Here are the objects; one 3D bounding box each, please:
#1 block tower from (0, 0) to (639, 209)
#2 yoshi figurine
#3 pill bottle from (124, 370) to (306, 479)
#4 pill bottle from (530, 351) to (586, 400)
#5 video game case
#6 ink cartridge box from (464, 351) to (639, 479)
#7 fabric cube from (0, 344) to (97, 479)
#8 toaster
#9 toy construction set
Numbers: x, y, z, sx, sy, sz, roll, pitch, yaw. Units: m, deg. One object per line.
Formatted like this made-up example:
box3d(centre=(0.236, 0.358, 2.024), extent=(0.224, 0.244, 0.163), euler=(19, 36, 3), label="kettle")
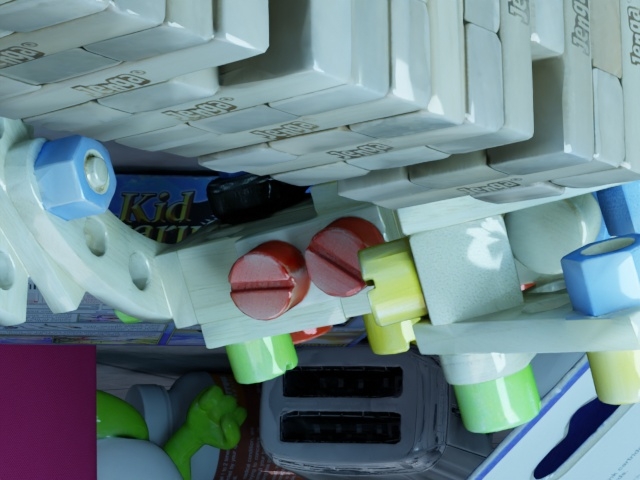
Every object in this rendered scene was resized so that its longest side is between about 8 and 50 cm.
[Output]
box3d(centre=(-0.035, -0.077, 0.473), extent=(0.091, 0.097, 0.335), euler=(-10, 165, 38), label="block tower")
box3d(centre=(-0.125, 0.252, 1.660), extent=(0.362, 0.203, 0.203), euler=(38, 107, -28), label="yoshi figurine")
box3d(centre=(-0.082, 0.190, 1.815), extent=(0.216, 0.121, 0.121), euler=(3, 169, -22), label="pill bottle")
box3d(centre=(0.183, 0.037, 1.024), extent=(0.221, 0.121, 0.121), euler=(9, 166, -40), label="pill bottle")
box3d(centre=(-0.090, 0.015, 1.043), extent=(0.270, 0.061, 0.244), euler=(1, 168, -9), label="video game case")
box3d(centre=(0.196, 0.094, 0.941), extent=(0.330, 0.071, 0.324), euler=(23, 116, -43), label="ink cartridge box")
box3d(centre=(-0.324, 0.166, 1.303), extent=(0.259, 0.258, 0.254), euler=(-6, 168, 25), label="fabric cube")
box3d(centre=(0.039, 0.155, 1.637), extent=(0.227, 0.129, 0.146), euler=(0, 166, 19), label="toaster")
box3d(centre=(0.000, 0.000, 0.729), extent=(0.328, 0.151, 0.215), euler=(3, -164, 21), label="toy construction set")
